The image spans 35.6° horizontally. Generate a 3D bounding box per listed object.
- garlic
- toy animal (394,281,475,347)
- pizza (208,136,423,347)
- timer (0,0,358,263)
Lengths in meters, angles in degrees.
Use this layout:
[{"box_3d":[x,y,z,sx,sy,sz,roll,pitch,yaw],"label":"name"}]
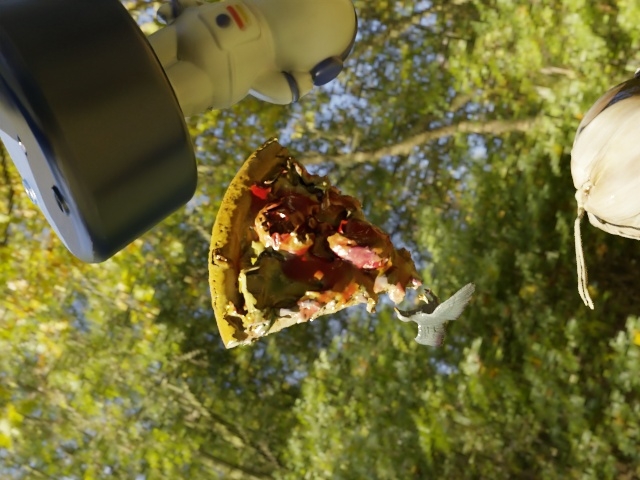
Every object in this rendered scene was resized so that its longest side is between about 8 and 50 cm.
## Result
[{"box_3d":[0.335,-0.065,1.012,0.256,0.207,0.207,-49,-35,-33],"label":"garlic"},{"box_3d":[0.077,0.050,0.704,0.084,0.050,0.028,105,-179,-55],"label":"toy animal"},{"box_3d":[0.000,0.000,0.879,0.053,0.193,0.200,111,162,-65],"label":"pizza"},{"box_3d":[-0.131,-0.173,1.011,0.384,0.270,0.270,-28,-45,-19],"label":"timer"}]
